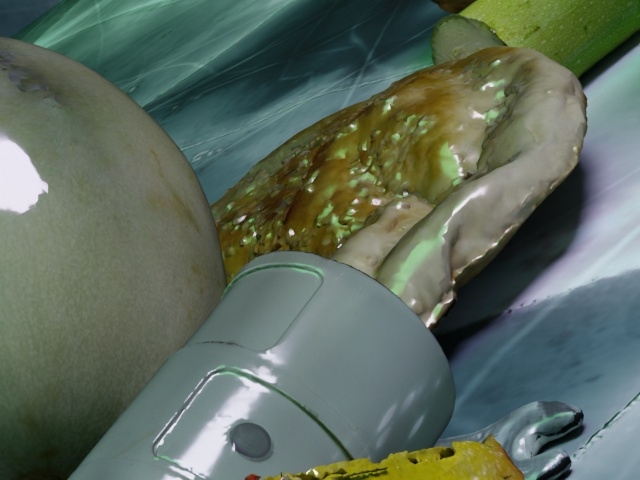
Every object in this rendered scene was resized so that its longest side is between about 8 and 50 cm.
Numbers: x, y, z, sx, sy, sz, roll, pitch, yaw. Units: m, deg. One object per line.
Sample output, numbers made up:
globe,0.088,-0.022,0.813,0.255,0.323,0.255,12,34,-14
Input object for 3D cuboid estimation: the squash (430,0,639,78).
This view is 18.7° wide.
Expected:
squash,0.171,-0.160,1.368,0.188,0.095,0.095,-37,18,-28

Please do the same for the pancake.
pancake,0.000,0.000,1.210,0.387,0.082,0.387,-34,17,12

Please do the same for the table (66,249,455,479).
table,-0.043,0.120,0.855,0.126,0.126,0.220,-14,27,43

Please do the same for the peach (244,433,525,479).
peach,0.019,0.137,0.742,0.092,0.127,0.172,-57,-8,26

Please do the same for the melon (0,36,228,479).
melon,-0.174,0.024,1.020,0.272,0.271,0.308,-38,61,-23

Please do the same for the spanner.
spanner,0.005,0.123,0.977,0.302,0.017,0.071,-15,27,39

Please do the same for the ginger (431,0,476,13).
ginger,0.236,-0.293,1.544,0.357,0.152,0.274,-21,0,27
